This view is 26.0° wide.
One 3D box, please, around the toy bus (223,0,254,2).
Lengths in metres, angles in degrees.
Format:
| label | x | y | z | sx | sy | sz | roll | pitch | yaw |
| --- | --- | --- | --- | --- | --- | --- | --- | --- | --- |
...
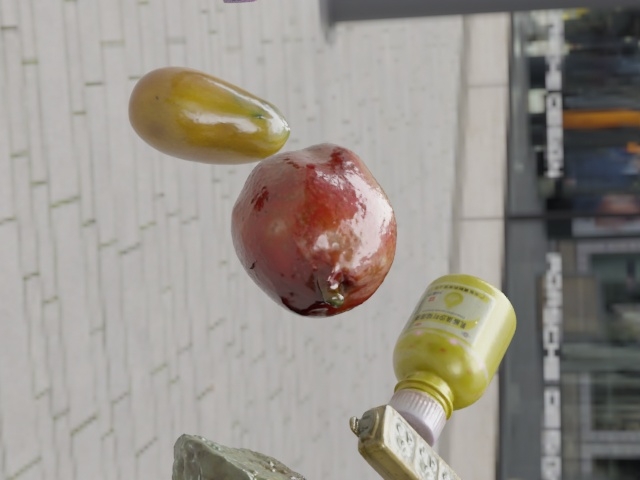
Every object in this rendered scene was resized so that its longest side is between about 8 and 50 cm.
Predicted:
| label | x | y | z | sx | sy | sz | roll | pitch | yaw |
| --- | --- | --- | --- | --- | --- | --- | --- | --- | --- |
| toy bus | -0.091 | -0.314 | 1.455 | 0.037 | 0.052 | 0.131 | -74 | 162 | -53 |

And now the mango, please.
| label | x | y | z | sx | sy | sz | roll | pitch | yaw |
| --- | --- | --- | --- | --- | --- | --- | --- | --- | --- |
| mango | -0.181 | -0.190 | 2.206 | 0.175 | 0.254 | 0.139 | 167 | -59 | -75 |

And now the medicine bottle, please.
| label | x | y | z | sx | sy | sz | roll | pitch | yaw |
| --- | --- | --- | --- | --- | --- | --- | --- | --- | --- |
| medicine bottle | 0.142 | 0.148 | 1.629 | 0.212 | 0.122 | 0.122 | -57 | 147 | -40 |

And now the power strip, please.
| label | x | y | z | sx | sy | sz | roll | pitch | yaw |
| --- | --- | --- | --- | --- | --- | --- | --- | --- | --- |
| power strip | 0.135 | 0.286 | 1.546 | 0.305 | 0.044 | 0.064 | 48 | 33 | -29 |

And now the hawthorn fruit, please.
| label | x | y | z | sx | sy | sz | roll | pitch | yaw |
| --- | --- | --- | --- | --- | --- | --- | --- | --- | --- |
| hawthorn fruit | 0.000 | 0.000 | 1.349 | 0.188 | 0.169 | 0.169 | -121 | -167 | -45 |

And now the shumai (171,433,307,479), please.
| label | x | y | z | sx | sy | sz | roll | pitch | yaw |
| --- | --- | --- | --- | --- | --- | --- | --- | --- | --- |
| shumai | -0.077 | 0.333 | 1.447 | 0.189 | 0.256 | 0.218 | 16 | 98 | -56 |
